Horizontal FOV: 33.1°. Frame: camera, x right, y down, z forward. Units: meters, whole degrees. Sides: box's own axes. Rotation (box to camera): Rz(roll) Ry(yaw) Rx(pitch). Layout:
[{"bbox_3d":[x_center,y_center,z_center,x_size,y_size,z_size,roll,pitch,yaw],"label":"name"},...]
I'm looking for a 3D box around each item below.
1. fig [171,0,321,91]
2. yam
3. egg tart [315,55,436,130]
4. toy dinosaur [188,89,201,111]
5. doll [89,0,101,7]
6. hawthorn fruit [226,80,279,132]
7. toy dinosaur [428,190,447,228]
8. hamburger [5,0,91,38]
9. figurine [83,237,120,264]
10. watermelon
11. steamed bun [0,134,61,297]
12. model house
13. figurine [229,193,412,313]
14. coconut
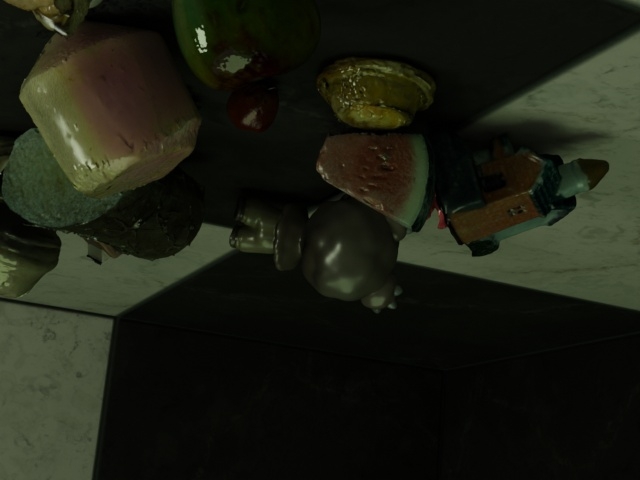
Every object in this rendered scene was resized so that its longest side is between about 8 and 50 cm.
[{"bbox_3d":[-0.101,-0.275,1.341,0.181,0.181,0.191,-6,135,34],"label":"fig"},{"bbox_3d":[-0.376,-0.087,1.969,0.241,0.240,0.348,-2,166,24],"label":"yam"},{"bbox_3d":[0.083,-0.218,1.652,0.191,0.074,0.191,7,165,2],"label":"egg tart"},{"bbox_3d":[-0.226,-0.214,1.798,0.055,0.049,0.154,1,159,3],"label":"toy dinosaur"},{"bbox_3d":[-0.391,-0.338,1.323,0.366,0.094,0.160,2,167,11],"label":"doll"},{"bbox_3d":[-0.103,-0.220,1.707,0.081,0.081,0.093,10,134,-19],"label":"hawthorn fruit"},{"bbox_3d":[0.173,-0.116,1.944,0.070,0.138,0.286,-12,-157,4],"label":"toy dinosaur"},{"bbox_3d":[-0.323,-0.335,1.169,0.155,0.135,0.207,9,147,22],"label":"hamburger"},{"bbox_3d":[-0.460,-0.072,2.201,0.163,0.141,0.236,25,151,44],"label":"figurine"},{"bbox_3d":[0.079,-0.135,1.765,0.226,0.148,0.318,17,-169,-33],"label":"watermelon"},{"bbox_3d":[-0.600,-0.059,2.020,0.206,0.275,0.320,-9,123,50],"label":"steamed bun"},{"bbox_3d":[0.345,-0.107,1.847,0.291,0.184,0.253,-14,153,14],"label":"model house"},{"bbox_3d":[-0.001,0.000,2.238,0.381,0.248,0.203,13,-175,12],"label":"figurine"},{"bbox_3d":[-0.306,-0.198,1.542,0.233,0.245,0.233,-27,175,-3],"label":"coconut"}]
